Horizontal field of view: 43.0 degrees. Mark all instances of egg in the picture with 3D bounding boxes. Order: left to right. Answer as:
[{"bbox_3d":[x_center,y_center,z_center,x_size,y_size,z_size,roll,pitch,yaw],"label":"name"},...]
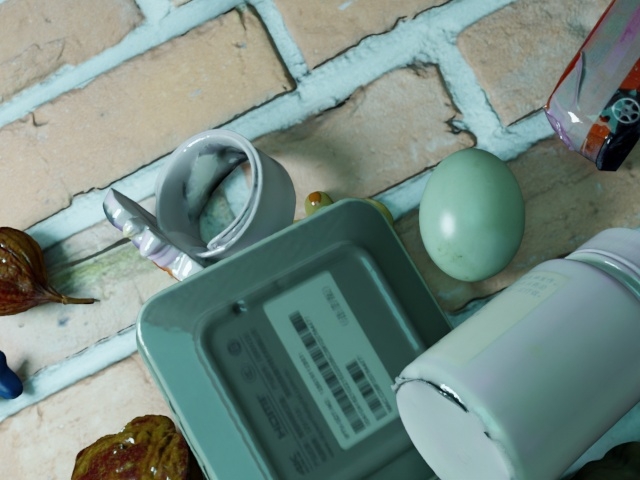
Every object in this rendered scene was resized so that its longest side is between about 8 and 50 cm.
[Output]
[{"bbox_3d":[0.216,-0.037,1.160,0.149,0.149,0.192,1,83,10],"label":"egg"}]

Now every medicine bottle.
[{"bbox_3d":[0.291,0.152,1.022,0.378,0.213,0.213,-33,75,-23],"label":"medicine bottle"}]

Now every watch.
[{"bbox_3d":[-0.179,-0.060,1.215,0.244,0.196,0.231,37,95,33],"label":"watch"}]

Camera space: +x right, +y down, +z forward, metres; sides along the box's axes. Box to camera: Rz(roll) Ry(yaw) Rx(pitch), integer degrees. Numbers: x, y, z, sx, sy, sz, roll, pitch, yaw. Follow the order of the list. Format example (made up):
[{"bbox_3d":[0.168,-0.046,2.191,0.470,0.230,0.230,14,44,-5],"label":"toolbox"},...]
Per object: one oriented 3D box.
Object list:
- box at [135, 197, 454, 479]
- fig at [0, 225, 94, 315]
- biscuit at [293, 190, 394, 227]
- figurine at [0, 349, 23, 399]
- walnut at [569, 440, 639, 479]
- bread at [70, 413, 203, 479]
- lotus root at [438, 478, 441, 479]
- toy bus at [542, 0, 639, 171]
[{"bbox_3d":[-0.003,0.183,1.100,0.396,0.111,0.396,-28,82,-22],"label":"box"},{"bbox_3d":[-0.468,0.075,1.282,0.201,0.134,0.146,31,96,5],"label":"fig"},{"bbox_3d":[0.000,0.000,1.256,0.234,0.030,0.153,-17,80,7],"label":"biscuit"},{"bbox_3d":[-0.630,0.182,1.261,0.338,0.204,0.284,23,59,1],"label":"figurine"},{"bbox_3d":[0.413,0.380,1.013,0.248,0.248,0.248,-2,80,10],"label":"walnut"},{"bbox_3d":[-0.272,0.370,1.151,0.232,0.135,0.247,-18,43,8],"label":"bread"},{"bbox_3d":[0.216,0.376,1.067,0.138,0.235,0.119,-17,94,-21],"label":"lotus root"},{"bbox_3d":[0.449,-0.254,1.170,0.147,0.127,0.303,36,90,19],"label":"toy bus"}]
